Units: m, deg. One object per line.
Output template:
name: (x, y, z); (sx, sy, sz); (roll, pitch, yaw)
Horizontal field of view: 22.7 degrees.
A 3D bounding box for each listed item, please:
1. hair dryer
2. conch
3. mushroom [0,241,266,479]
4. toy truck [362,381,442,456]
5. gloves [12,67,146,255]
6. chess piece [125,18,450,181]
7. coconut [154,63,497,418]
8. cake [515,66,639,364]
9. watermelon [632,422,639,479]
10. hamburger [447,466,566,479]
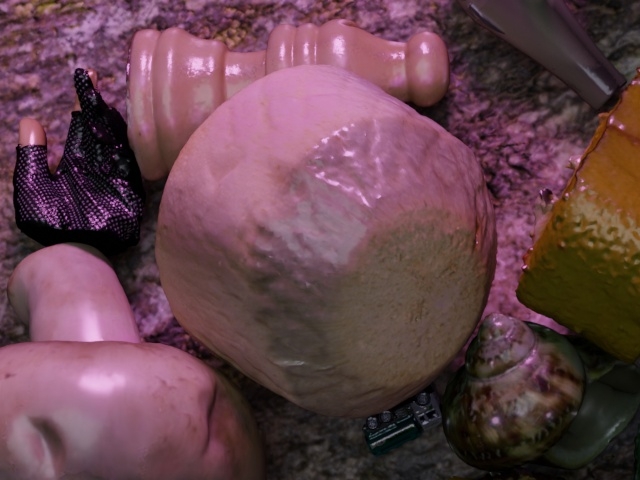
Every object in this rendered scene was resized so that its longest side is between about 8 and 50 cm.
hair dryer: (0.224, -0.219, 1.470); (0.088, 0.225, 0.219); (-44, 106, -24)
conch: (0.191, 0.131, 1.417); (0.187, 0.181, 0.124); (-31, 65, -12)
mushroom: (-0.227, 0.193, 1.454); (0.356, 0.315, 0.315); (22, 88, 42)
toy truck: (0.079, 0.170, 1.514); (0.083, 0.039, 0.044); (-27, 94, 10)
gloves: (-0.231, -0.082, 1.592); (0.129, 0.106, 0.180); (-9, 62, 39)
chess piece: (-0.027, -0.144, 1.548); (0.307, 0.124, 0.138); (-5, 51, 9)
coconut: (0.000, 0.000, 1.432); (0.329, 0.329, 0.328); (-2, 82, 13)
cake: (0.277, -0.024, 1.403); (0.156, 0.179, 0.260); (32, 50, 9)
watermelon: (0.422, 0.162, 1.353); (0.302, 0.151, 0.264); (6, 61, 8)
hamburger: (0.184, 0.325, 1.417); (0.262, 0.139, 0.243); (7, 84, 14)
